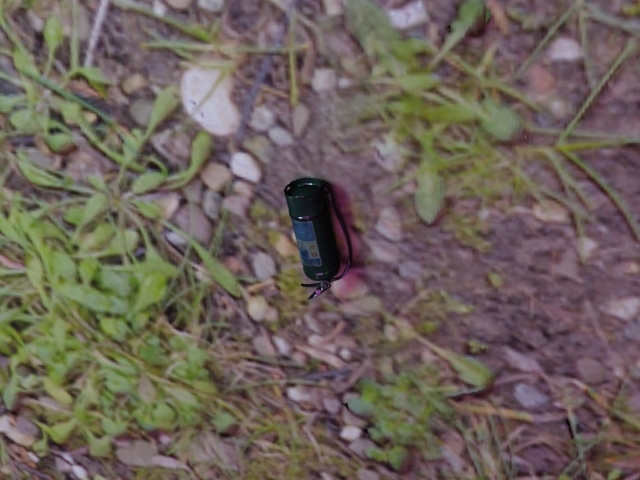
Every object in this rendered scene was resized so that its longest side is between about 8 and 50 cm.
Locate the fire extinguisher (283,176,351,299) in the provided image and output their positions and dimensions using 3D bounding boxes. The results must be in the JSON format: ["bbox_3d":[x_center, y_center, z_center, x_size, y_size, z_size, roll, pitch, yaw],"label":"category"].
[{"bbox_3d":[0.000,0.000,0.759,0.038,0.025,0.083,-13,120,-2],"label":"fire extinguisher"}]
